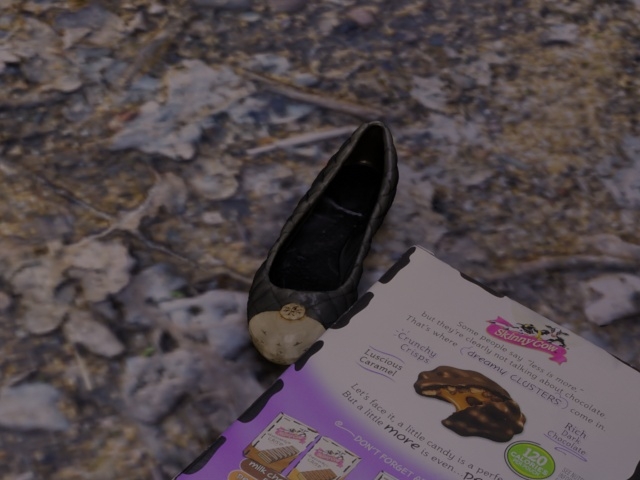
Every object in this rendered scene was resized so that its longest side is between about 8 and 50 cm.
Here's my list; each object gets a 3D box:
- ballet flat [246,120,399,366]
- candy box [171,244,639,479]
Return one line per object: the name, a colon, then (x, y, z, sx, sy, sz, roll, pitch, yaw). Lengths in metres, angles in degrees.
ballet flat: (0.000, 0.000, 0.985, 0.057, 0.049, 0.173, 14, 44, 8)
candy box: (0.054, 0.112, 0.861, 0.165, 0.070, 0.196, 29, 48, 22)
